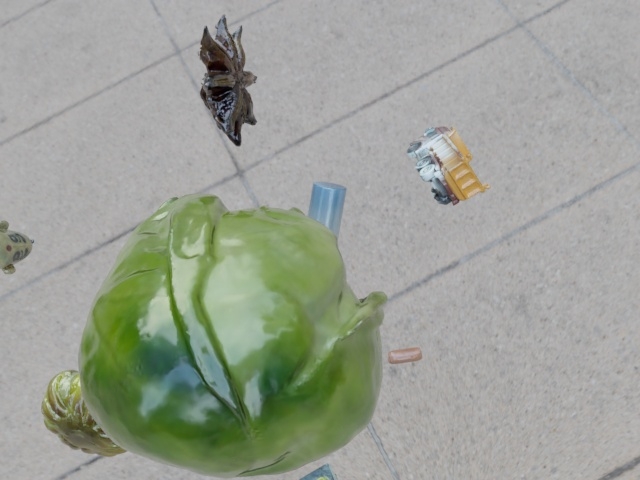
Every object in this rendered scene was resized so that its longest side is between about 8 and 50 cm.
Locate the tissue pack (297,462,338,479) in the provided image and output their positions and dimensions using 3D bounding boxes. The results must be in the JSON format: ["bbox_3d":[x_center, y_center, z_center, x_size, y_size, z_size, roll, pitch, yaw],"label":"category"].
[{"bbox_3d":[-0.051,0.732,1.648,0.257,0.081,0.185,-31,28,-3],"label":"tissue pack"}]

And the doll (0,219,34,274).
[{"bbox_3d":[-0.550,0.016,1.009,0.088,0.179,0.102,-3,96,43],"label":"doll"}]

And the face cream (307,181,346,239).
[{"bbox_3d":[0.000,0.000,1.375,0.077,0.077,0.250,15,104,19],"label":"face cream"}]

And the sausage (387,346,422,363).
[{"bbox_3d":[0.200,0.273,1.484,0.083,0.034,0.034,-8,62,-6],"label":"sausage"}]

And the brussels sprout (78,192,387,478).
[{"bbox_3d":[-0.125,0.133,0.850,0.425,0.361,0.343,9,110,8],"label":"brussels sprout"}]

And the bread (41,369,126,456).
[{"bbox_3d":[-0.448,0.348,1.235,0.213,0.213,0.105,-2,30,11],"label":"bread"}]

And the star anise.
[{"bbox_3d":[-0.201,-0.318,1.260,0.102,0.272,0.272,-5,63,14],"label":"star anise"}]

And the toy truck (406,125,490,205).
[{"bbox_3d":[0.296,-0.183,1.474,0.135,0.114,0.270,-33,24,12],"label":"toy truck"}]
